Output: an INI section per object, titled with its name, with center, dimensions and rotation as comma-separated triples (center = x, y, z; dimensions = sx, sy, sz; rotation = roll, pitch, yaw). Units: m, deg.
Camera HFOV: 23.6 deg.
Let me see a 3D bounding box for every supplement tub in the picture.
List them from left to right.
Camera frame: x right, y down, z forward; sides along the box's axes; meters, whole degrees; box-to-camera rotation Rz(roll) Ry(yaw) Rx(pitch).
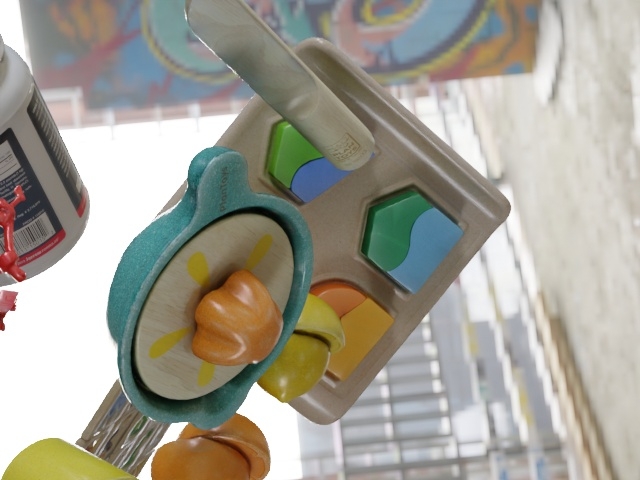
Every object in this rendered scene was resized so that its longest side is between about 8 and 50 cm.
[supplement tub]
center = -0.381, -0.099, 1.675
dimensions = 0.191, 0.191, 0.272
rotation = -97, -10, -49

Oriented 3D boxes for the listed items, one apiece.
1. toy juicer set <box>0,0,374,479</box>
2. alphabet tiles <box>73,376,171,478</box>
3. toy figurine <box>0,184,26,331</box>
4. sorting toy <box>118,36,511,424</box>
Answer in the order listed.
[toy juicer set]
center = -0.035, 0.034, 0.839
dimensions = 0.209, 0.089, 0.329
rotation = 5, -69, -52
[alphabet tiles]
center = -0.164, 0.168, 1.268
dimensions = 0.342, 0.011, 0.285
rotation = -56, -8, 17
[toy figurine]
center = -0.417, -0.050, 1.282
dimensions = 0.217, 0.362, 0.191
rotation = 120, 161, -60
[sorting toy]
center = 0.000, 0.000, 1.026
dimensions = 0.193, 0.208, 0.038
rotation = 39, -176, -19
